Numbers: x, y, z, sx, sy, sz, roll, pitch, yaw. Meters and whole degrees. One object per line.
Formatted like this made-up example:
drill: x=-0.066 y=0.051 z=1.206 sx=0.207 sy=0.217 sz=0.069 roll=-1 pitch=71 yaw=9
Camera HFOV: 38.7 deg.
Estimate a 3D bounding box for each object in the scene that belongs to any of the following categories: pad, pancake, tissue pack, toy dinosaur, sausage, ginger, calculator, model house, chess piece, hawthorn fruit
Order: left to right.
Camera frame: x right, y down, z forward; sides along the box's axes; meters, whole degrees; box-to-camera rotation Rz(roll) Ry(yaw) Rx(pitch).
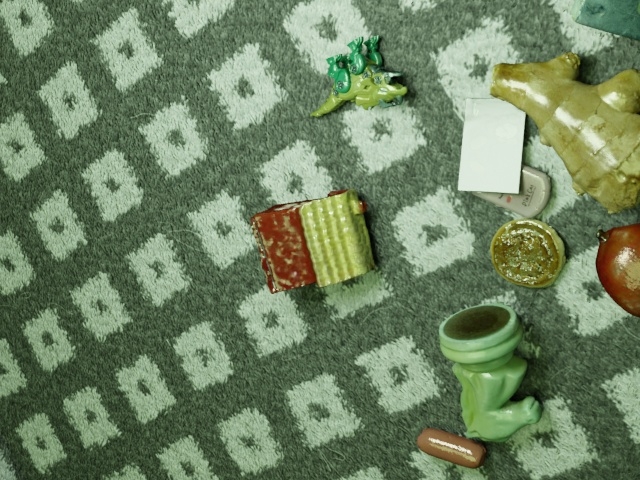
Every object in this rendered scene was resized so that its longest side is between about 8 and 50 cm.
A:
model house: x=0.000 y=0.000 z=2.000 sx=0.254 sy=0.160 sz=0.195 roll=-12 pitch=96 yaw=31
toy dinosaur: x=0.064 y=-0.332 z=1.920 sx=0.259 sy=0.094 sz=0.153 roll=-13 pitch=93 yaw=41
sausage: x=0.288 y=0.458 z=2.013 sx=0.154 sy=0.062 sz=0.062 roll=13 pitch=109 yaw=26
pad: x=0.341 y=-0.189 z=1.812 sx=0.127 sy=0.004 sz=0.190 roll=5 pitch=90 yaw=28
chess piece: x=0.358 y=0.294 z=1.894 sx=0.176 sy=0.176 sz=0.298 roll=-4 pitch=114 yaw=31
calculator: x=0.377 y=-0.113 z=1.825 sx=0.175 sy=0.032 sz=0.100 roll=26 pitch=115 yaw=22
pancake: x=0.418 y=0.027 z=1.842 sx=0.158 sy=0.028 sz=0.158 roll=10 pitch=110 yaw=30
ginger: x=0.485 y=-0.231 z=1.655 sx=0.375 sy=0.166 sz=0.236 roll=45 pitch=136 yaw=4
hawthorn fruit: x=0.583 y=0.044 z=1.667 sx=0.188 sy=0.169 sz=0.169 roll=40 pitch=120 yaw=2
tissue pack: x=0.578 y=-0.427 z=1.540 sx=0.257 sy=0.081 sz=0.185 roll=15 pitch=115 yaw=-3
